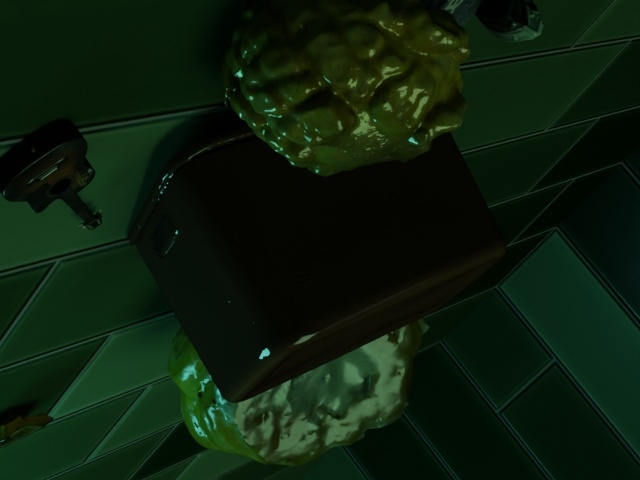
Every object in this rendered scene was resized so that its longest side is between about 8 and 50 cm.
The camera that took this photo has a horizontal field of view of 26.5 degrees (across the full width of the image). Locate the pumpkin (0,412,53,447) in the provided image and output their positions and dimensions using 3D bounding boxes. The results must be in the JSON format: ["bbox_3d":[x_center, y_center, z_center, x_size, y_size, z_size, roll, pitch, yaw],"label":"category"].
[{"bbox_3d":[-0.401,0.244,1.744,0.073,0.035,0.101,-34,172,28],"label":"pumpkin"}]

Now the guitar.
[{"bbox_3d":[-0.241,-0.048,1.290,0.088,0.025,0.233,-37,165,-5],"label":"guitar"}]

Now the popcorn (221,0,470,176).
[{"bbox_3d":[0.031,-0.161,1.281,0.250,0.190,0.250,-14,180,0],"label":"popcorn"}]

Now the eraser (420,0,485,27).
[{"bbox_3d":[0.130,-0.256,1.482,0.092,0.046,0.212,-17,153,-53],"label":"eraser"}]

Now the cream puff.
[{"bbox_3d":[-0.044,0.121,1.824,0.378,0.275,0.378,-19,130,-24],"label":"cream puff"}]

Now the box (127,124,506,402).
[{"bbox_3d":[0.000,0.000,1.496,0.339,0.229,0.239,-22,167,-29],"label":"box"}]

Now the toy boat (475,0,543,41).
[{"bbox_3d":[0.211,-0.252,1.508,0.066,0.140,0.059,27,107,-26],"label":"toy boat"}]
